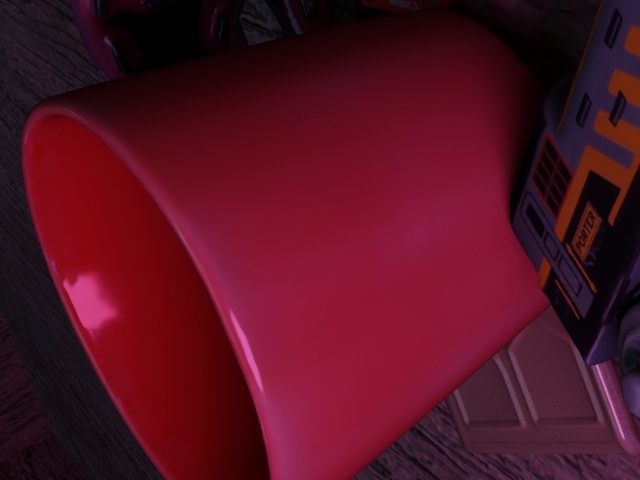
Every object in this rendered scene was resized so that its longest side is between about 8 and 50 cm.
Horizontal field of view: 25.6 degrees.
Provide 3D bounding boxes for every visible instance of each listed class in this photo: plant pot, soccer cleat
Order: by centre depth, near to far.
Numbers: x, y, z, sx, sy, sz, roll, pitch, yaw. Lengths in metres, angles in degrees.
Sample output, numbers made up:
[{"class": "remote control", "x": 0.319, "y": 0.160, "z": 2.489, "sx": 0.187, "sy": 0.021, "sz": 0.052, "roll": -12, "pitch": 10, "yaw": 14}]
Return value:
[{"class": "plant pot", "x": 0.000, "y": 0.000, "z": 0.805, "sx": 0.275, "sy": 0.243, "sz": 0.275, "roll": 46, "pitch": 151, "yaw": 35}, {"class": "soccer cleat", "x": -0.109, "y": -0.137, "z": 0.978, "sx": 0.143, "sy": 0.116, "sz": 0.331, "roll": 47, "pitch": 163, "yaw": 45}]

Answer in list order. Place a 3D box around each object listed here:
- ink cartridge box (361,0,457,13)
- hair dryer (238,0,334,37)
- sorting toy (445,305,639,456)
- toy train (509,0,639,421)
[{"class": "ink cartridge box", "x": 0.050, "y": -0.162, "z": 0.865, "sx": 0.063, "sy": 0.029, "sz": 0.115, "roll": 23, "pitch": 134, "yaw": 49}, {"class": "hair dryer", "x": -0.015, "y": -0.203, "z": 0.914, "sx": 0.223, "sy": 0.080, "sz": 0.293, "roll": 55, "pitch": 168, "yaw": 25}, {"class": "sorting toy", "x": 0.106, "y": -0.002, "z": 0.953, "sx": 0.229, "sy": 0.041, "sz": 0.307, "roll": -15, "pitch": 96, "yaw": 66}, {"class": "toy train", "x": 0.178, "y": -0.042, "z": 0.596, "sx": 0.334, "sy": 0.142, "sz": 0.190, "roll": 95, "pitch": 151, "yaw": -56}]
